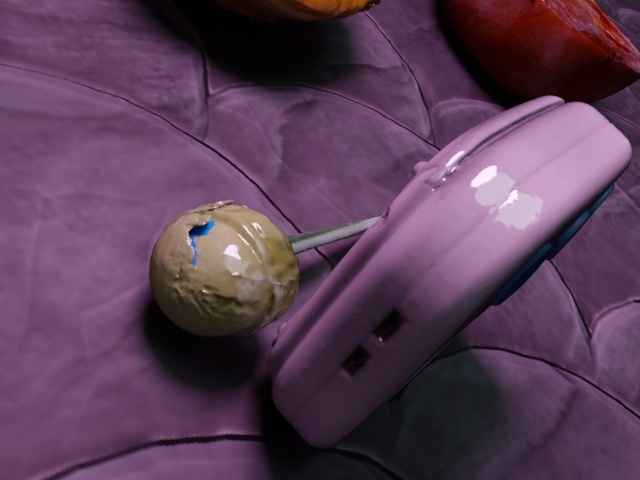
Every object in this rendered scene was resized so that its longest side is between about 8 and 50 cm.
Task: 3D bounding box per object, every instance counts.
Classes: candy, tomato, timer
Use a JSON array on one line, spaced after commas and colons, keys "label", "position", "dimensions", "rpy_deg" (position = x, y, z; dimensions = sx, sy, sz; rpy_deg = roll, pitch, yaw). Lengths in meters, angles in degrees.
[{"label": "candy", "position": [0.000, 0.000, 0.613], "dimensions": [0.335, 0.093, 0.092], "rpy_deg": [-16, 78, -56]}, {"label": "tomato", "position": [0.279, -0.296, 1.093], "dimensions": [0.338, 0.144, 0.338], "rpy_deg": [28, 36, -23]}, {"label": "timer", "position": [0.081, 0.015, 0.523], "dimensions": [0.087, 0.237, 0.262], "rpy_deg": [48, 37, 11]}]

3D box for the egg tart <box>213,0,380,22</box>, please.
[{"label": "egg tart", "position": [-0.083, -0.340, 0.794], "dimensions": [0.339, 0.153, 0.352], "rpy_deg": [-7, 63, -56]}]
